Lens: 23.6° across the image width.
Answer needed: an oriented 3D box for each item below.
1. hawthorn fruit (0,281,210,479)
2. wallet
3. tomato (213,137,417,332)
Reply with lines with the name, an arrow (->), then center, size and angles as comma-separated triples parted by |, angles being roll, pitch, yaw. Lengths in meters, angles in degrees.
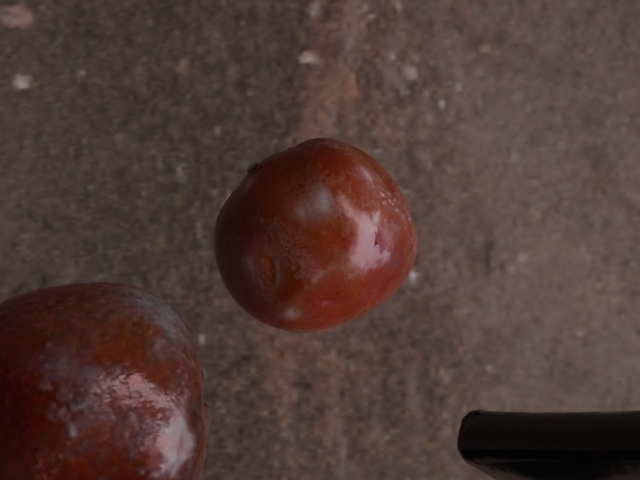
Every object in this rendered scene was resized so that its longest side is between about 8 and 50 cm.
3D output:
hawthorn fruit -> -0.152, 0.107, 0.929 | 0.173, 0.173, 0.173 | 4, 85, -47
wallet -> 0.298, 0.165, 1.076 | 0.228, 0.406, 0.062 | 26, 70, -26
tomato -> -0.003, 0.003, 1.686 | 0.232, 0.188, 0.232 | -30, 149, -21
